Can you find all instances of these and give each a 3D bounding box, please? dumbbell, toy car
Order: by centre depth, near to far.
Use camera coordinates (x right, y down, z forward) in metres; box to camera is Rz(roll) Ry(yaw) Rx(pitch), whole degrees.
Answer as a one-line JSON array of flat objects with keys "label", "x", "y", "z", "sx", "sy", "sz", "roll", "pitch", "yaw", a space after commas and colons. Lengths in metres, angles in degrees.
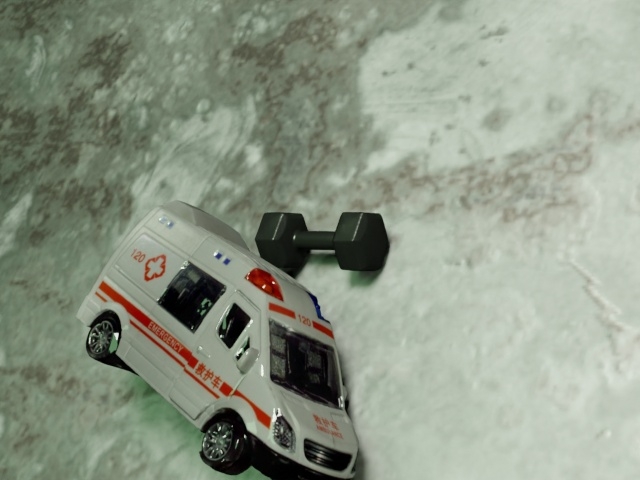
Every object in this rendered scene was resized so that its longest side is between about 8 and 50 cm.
[{"label": "toy car", "x": -0.047, "y": 0.061, "z": 0.719, "sx": 0.210, "sy": 0.089, "sz": 0.108, "roll": 33, "pitch": 90, "yaw": 45}, {"label": "dumbbell", "x": 0.000, "y": 0.000, "z": 0.768, "sx": 0.083, "sy": 0.040, "sz": 0.036, "roll": 1, "pitch": 30, "yaw": 35}]
